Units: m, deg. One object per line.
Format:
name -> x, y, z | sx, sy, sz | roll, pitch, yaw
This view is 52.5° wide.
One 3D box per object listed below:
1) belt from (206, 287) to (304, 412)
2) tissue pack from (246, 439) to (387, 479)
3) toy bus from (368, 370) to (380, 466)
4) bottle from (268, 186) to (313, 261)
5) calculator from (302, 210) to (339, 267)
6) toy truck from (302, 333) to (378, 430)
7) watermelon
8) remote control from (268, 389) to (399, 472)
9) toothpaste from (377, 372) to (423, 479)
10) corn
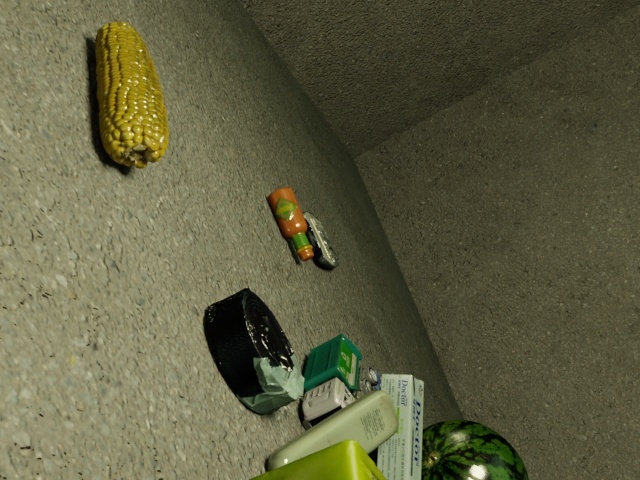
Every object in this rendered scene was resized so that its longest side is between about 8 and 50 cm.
belt -> -0.096, 0.174, 0.999 | 0.198, 0.078, 0.151 | 61, 10, -15
tissue pack -> -0.005, 0.379, 0.648 | 0.167, 0.200, 0.275 | 57, 13, -33
toy bus -> 0.097, 0.370, 1.336 | 0.079, 0.094, 0.236 | 56, 14, -25
bottle -> -0.066, -0.037, 1.591 | 0.187, 0.069, 0.069 | 65, 12, 15
calculator -> 0.000, 0.000, 1.849 | 0.177, 0.040, 0.268 | 65, 12, 8
toy truck -> 0.032, 0.280, 1.228 | 0.124, 0.114, 0.253 | 56, 16, -11
watermelon -> 0.297, 0.526, 1.373 | 0.285, 0.285, 0.285 | 58, 13, -22
remote control -> 0.033, 0.322, 1.032 | 0.309, 0.038, 0.090 | -16, 85, -52
toothpaste -> 0.143, 0.417, 1.183 | 0.081, 0.067, 0.337 | 40, 51, -58
corn -> -0.290, -0.219, 0.992 | 0.101, 0.101, 0.310 | 48, 18, -50
